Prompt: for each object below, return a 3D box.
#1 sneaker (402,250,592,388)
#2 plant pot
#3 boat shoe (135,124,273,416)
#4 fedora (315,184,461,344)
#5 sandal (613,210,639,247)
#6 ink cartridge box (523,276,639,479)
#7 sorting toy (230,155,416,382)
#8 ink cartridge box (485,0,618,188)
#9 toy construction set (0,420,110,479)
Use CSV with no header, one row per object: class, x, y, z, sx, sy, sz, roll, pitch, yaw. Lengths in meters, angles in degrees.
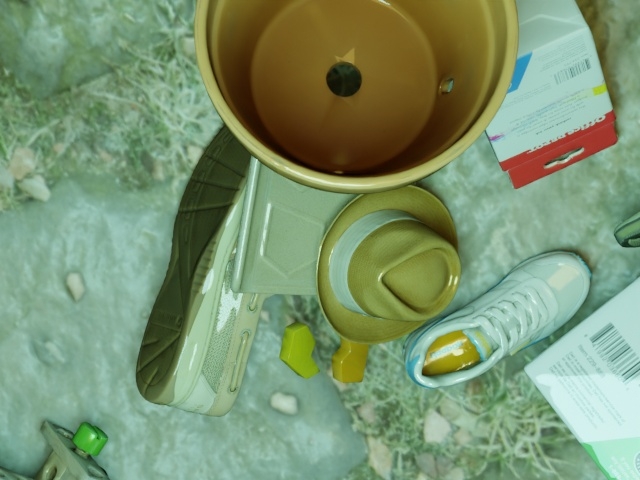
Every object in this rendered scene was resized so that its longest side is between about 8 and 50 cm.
sneaker,0.196,0.093,1.862,0.228,0.092,0.087,-33,97,5
plant pot,0.026,-0.173,1.623,0.290,0.203,0.291,1,81,-4
boat shoe,-0.095,0.021,1.851,0.110,0.121,0.341,19,92,-31
fedora,0.087,0.033,1.818,0.194,0.079,0.194,-12,110,-33
sandal,0.420,-0.109,1.827,0.086,0.120,0.303,44,97,21
ink cartridge box,0.397,0.132,1.822,0.289,0.121,0.211,-38,77,7
sorting toy,0.000,0.000,1.823,0.229,0.041,0.307,2,103,-37
ink cartridge box,0.224,-0.159,1.786,0.134,0.231,0.078,-24,58,5
toy construction set,-0.339,0.285,1.813,0.257,0.309,0.237,41,93,-14
